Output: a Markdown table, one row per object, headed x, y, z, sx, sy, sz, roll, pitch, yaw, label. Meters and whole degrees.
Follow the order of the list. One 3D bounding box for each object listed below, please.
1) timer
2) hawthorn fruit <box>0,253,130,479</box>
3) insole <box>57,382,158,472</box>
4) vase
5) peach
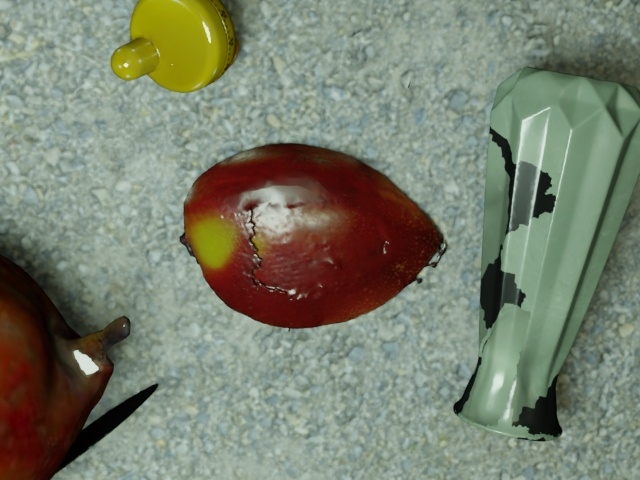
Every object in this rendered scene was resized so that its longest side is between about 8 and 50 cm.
| x | y | z | sx | sy | sz | roll | pitch | yaw | label |
| --- | --- | --- | --- | --- | --- | --- | --- | --- | --- |
| -0.139 | -0.191 | 1.190 | 0.107 | 0.109 | 0.107 | 14 | 120 | 26 | timer |
| -0.370 | 0.133 | 1.114 | 0.324 | 0.308 | 0.308 | -10 | 99 | -36 | hawthorn fruit |
| -0.286 | 0.237 | 1.222 | 0.322 | 0.109 | 0.007 | -37 | 98 | 1 | insole |
| 0.224 | 0.013 | 1.255 | 0.165 | 0.165 | 0.360 | 9 | 100 | -10 | vase |
| -0.001 | 0.001 | 1.257 | 0.279 | 0.068 | 0.189 | 3 | 98 | -9 | peach |
